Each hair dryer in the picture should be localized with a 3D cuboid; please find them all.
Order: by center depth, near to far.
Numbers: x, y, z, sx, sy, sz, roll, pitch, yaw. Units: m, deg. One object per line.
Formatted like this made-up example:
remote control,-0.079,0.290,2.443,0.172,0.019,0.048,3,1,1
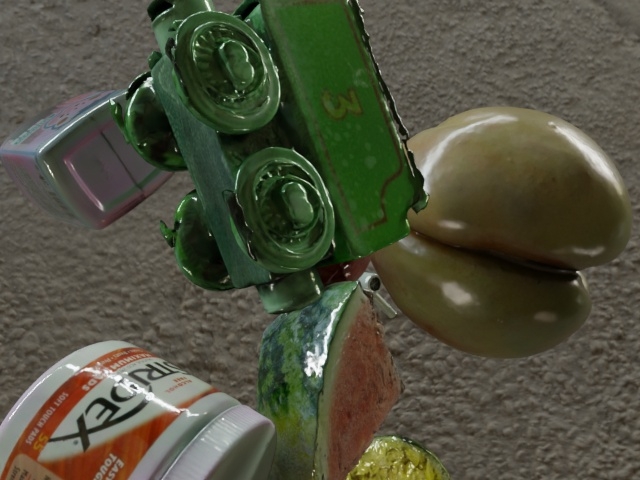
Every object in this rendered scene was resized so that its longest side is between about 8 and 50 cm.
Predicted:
hair dryer,0.186,0.192,1.837,0.236,0.131,0.073,48,65,-27

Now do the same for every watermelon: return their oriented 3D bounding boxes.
watermelon,0.013,0.223,0.805,0.193,0.232,0.310,-9,78,14
watermelon,0.164,0.611,1.272,0.331,0.189,0.330,-2,83,18

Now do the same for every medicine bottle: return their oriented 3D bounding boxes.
medicine bottle,-0.239,-0.084,0.549,0.188,0.094,0.119,11,48,44
medicine bottle,-0.215,0.276,0.657,0.241,0.252,0.252,22,62,18

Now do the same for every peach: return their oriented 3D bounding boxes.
peach,0.192,-0.011,0.647,0.292,0.292,0.247,46,38,11

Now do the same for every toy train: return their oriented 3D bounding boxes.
toy train,-0.034,-0.074,0.429,0.188,0.132,0.243,-22,93,-37

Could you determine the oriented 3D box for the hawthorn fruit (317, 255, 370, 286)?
hawthorn fruit,0.000,0.000,0.864,0.190,0.189,0.251,18,43,-3
